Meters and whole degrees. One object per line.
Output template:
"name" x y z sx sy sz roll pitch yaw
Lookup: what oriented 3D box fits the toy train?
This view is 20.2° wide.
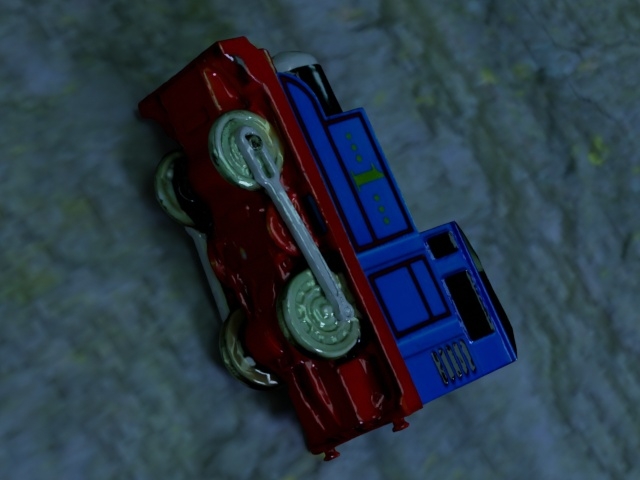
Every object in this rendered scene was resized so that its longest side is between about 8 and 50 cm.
"toy train" 0.000 0.000 0.897 0.131 0.082 0.204 -20 84 -40
